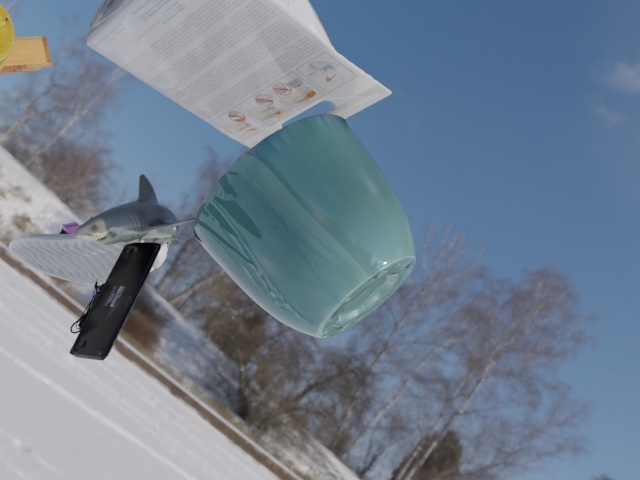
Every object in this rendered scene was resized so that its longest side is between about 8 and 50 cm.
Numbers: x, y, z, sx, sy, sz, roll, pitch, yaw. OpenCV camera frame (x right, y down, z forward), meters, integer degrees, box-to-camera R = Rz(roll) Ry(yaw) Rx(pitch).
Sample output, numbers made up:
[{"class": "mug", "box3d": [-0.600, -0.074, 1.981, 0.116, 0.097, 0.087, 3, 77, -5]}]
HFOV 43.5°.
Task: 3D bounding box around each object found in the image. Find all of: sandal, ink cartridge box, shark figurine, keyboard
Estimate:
[{"class": "sandal", "box3d": [-0.444, 0.008, 1.580, 0.416, 0.102, 0.169, -3, -35, 35]}, {"class": "ink cartridge box", "box3d": [-0.121, -0.300, 1.258, 0.385, 0.091, 0.308, 29, -35, -35]}, {"class": "shark figurine", "box3d": [-0.271, -0.042, 1.265, 0.278, 0.166, 0.116, 63, 8, -82]}, {"class": "keyboard", "box3d": [-0.296, 0.089, 1.171, 0.100, 0.192, 0.038, 3, -33, 34]}]

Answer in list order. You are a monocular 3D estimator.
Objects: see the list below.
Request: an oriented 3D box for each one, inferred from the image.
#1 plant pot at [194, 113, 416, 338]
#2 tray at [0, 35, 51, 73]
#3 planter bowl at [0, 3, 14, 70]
[{"class": "plant pot", "box3d": [0.000, 0.000, 1.189, 0.235, 0.293, 0.293, 51, -13, 18]}, {"class": "tray", "box3d": [-0.821, -0.389, 1.779, 0.411, 0.203, 0.076, -1, -75, 30]}, {"class": "planter bowl", "box3d": [-0.631, -0.384, 1.468, 0.090, 0.217, 0.217, 3, -33, 28]}]
